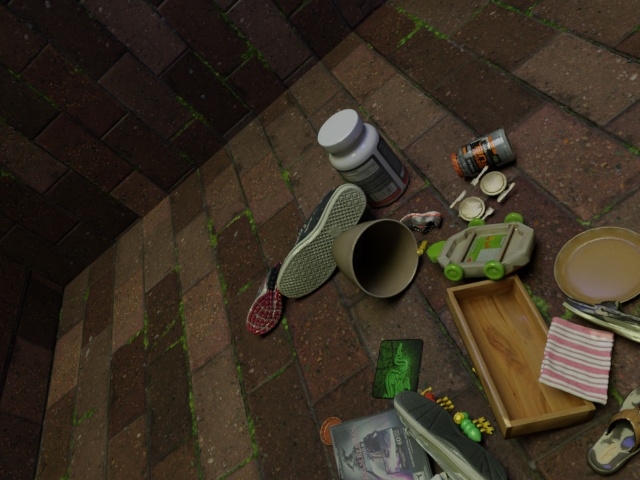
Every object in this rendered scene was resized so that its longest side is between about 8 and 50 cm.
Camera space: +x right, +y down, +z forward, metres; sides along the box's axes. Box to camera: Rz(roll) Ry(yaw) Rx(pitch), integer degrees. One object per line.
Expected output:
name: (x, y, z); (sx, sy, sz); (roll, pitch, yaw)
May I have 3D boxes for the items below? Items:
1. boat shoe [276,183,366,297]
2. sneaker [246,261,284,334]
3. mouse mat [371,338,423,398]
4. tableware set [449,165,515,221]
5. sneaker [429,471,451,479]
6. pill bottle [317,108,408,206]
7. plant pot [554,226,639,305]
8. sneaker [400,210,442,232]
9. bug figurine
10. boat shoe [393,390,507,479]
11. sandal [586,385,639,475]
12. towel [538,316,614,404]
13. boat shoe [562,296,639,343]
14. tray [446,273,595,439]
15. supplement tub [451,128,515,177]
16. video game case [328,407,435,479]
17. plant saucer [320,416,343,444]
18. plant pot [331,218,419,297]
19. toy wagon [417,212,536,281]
boat shoe: (0.000, 0.000, 1.939); (0.500, 0.186, 0.156); (-58, 19, 7)
sneaker: (-0.200, 0.235, 2.007); (0.299, 0.120, 0.112); (-65, 12, -19)
mouse mat: (0.234, 0.388, 1.542); (0.152, 0.007, 0.190); (-11, 52, 37)
tableware set: (0.541, -0.141, 1.679); (0.194, 0.039, 0.128); (-50, 54, 6)
sneaker: (0.219, 0.654, 1.251); (0.236, 0.130, 0.322); (-48, 33, -15)
pill bottle: (0.163, -0.308, 1.911); (0.210, 0.363, 0.210); (-24, 44, 26)
plant pot: (0.739, 0.070, 1.323); (0.236, 0.032, 0.236); (-25, 44, 27)
sneaker: (0.347, -0.057, 1.775); (0.157, 0.061, 0.065); (-13, 56, 36)
bug figurine: (0.390, 0.403, 1.332); (0.279, 0.072, 0.216); (-46, 39, 1)
boat shoe: (0.300, 0.504, 1.251); (0.320, 0.118, 0.103); (37, 120, 31)
sandal: (0.653, 0.408, 1.093); (0.219, 0.060, 0.090); (-47, 39, 1)
towel: (0.606, 0.276, 1.195); (0.144, 0.029, 0.197); (14, 49, 23)
boat shoe: (0.701, 0.179, 1.216); (0.223, 0.080, 0.073); (28, 99, 45)
tray: (0.485, 0.277, 1.290); (0.202, 0.076, 0.411); (-12, 43, 0)
supplement tub: (0.554, -0.292, 1.734); (0.190, 0.117, 0.117); (-23, 44, 28)
video game case: (0.160, 0.577, 1.385); (0.274, 0.026, 0.196); (-25, 64, 24)
plant saucer: (0.037, 0.584, 1.552); (0.083, 0.013, 0.084); (-24, 45, 26)
plant pot: (0.154, 0.047, 1.747); (0.256, 0.256, 0.274); (-56, 23, -11)
toy wagon: (0.460, 0.026, 1.530); (0.344, 0.068, 0.267); (-8, 30, 40)
